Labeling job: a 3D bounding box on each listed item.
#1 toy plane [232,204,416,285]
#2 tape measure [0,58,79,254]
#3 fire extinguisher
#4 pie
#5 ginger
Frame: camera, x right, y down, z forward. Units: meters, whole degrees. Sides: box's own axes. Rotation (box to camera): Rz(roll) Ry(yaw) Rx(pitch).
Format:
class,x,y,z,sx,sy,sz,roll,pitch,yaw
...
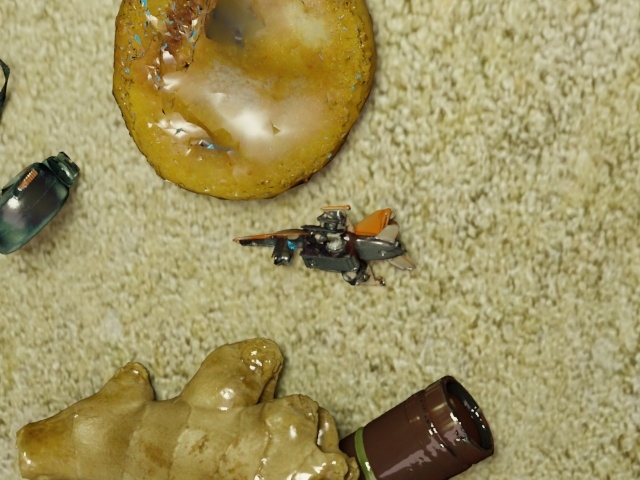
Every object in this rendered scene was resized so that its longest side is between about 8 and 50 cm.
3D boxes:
class,x,y,z,sx,sy,sz,roll,pitch,yaw
toy plane,-0.002,0.009,1.120,0.188,0.062,0.135,-7,141,13
tape measure,-0.323,-0.080,1.092,0.104,0.107,0.180,-18,115,19
fire extinguisher,0.030,0.285,1.213,0.341,0.141,0.105,-35,144,18
pie,-0.075,-0.163,1.041,0.273,0.069,0.273,2,115,5
ginger,-0.144,0.207,1.165,0.375,0.166,0.236,20,102,11
